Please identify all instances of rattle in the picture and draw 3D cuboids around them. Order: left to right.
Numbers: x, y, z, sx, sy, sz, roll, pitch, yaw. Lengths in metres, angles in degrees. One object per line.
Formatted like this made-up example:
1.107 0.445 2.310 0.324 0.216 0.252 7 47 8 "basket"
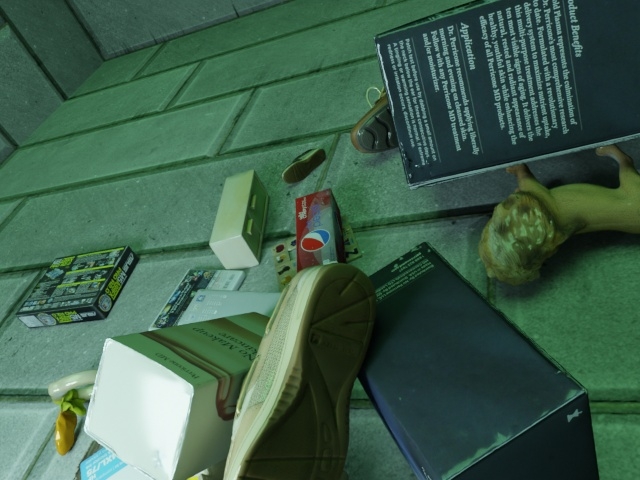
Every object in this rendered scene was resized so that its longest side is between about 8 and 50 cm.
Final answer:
-0.440 0.324 1.136 0.200 0.130 0.142 -9 45 -20 "rattle"

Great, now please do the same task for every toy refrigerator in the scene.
-0.194 -0.056 1.400 0.094 0.102 0.269 -15 39 15 "toy refrigerator"

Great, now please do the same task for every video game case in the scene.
-0.284 0.143 1.288 0.173 0.022 0.190 0 46 30 "video game case"

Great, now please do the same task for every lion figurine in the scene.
0.465 -0.054 0.977 0.392 0.142 0.240 -15 39 14 "lion figurine"

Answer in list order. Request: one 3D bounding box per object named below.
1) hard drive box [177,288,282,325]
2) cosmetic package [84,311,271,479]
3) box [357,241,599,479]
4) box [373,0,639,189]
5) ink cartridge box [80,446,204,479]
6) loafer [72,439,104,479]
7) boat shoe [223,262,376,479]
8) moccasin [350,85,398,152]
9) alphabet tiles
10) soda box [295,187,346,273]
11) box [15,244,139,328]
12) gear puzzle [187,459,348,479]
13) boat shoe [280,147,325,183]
-0.111 0.180 1.013 0.232 0.181 0.089 -2 44 30 "hard drive box"
-0.137 0.191 0.751 0.153 0.296 0.129 20 100 26 "cosmetic package"
0.175 0.214 0.710 0.183 0.296 0.294 -32 37 -6 "box"
0.393 -0.349 1.123 0.472 0.297 0.480 -10 19 17 "box"
-0.186 0.407 0.780 0.197 0.198 0.270 -32 37 -6 "ink cartridge box"
-0.371 0.405 0.943 0.130 0.134 0.366 -17 36 33 "loafer"
-0.035 0.190 0.632 0.110 0.122 0.341 -5 60 59 "boat shoe"
0.211 -0.362 1.488 0.380 0.139 0.147 -48 36 -21 "moccasin"
-0.007 0.048 1.245 0.198 0.009 0.237 -23 38 5 "alphabet tiles"
0.000 0.000 1.221 0.092 0.083 0.263 -17 38 11 "soda box"
-0.649 0.124 1.495 0.270 0.060 0.216 -9 40 21 "box"
-0.062 0.326 0.701 0.044 0.339 0.175 -55 42 12 "gear puzzle"
-0.052 -0.206 1.534 0.152 0.056 0.049 -35 32 -25 "boat shoe"
